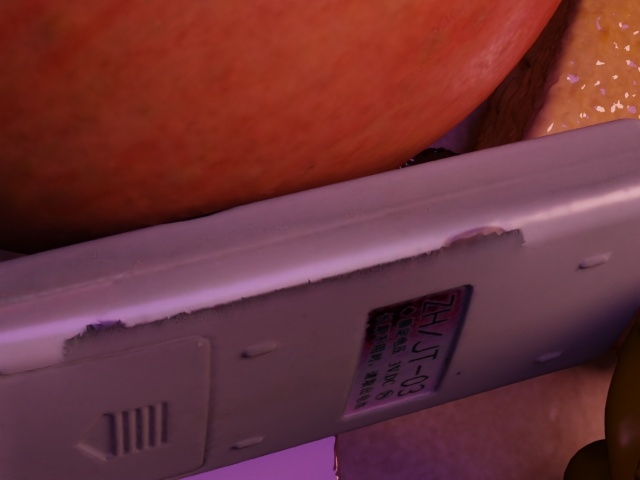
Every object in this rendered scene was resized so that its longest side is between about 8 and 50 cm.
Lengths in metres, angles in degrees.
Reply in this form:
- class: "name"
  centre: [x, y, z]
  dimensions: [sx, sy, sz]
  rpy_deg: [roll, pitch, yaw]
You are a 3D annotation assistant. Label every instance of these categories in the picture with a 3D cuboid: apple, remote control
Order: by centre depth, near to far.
- class: "remote control"
  centre: [-0.007, 0.033, 0.514]
  dimensions: [0.296, 0.140, 0.056]
  rpy_deg: [-13, 56, -15]
- class: "apple"
  centre: [-0.087, -0.162, 0.540]
  dimensions: [0.364, 0.364, 0.364]
  rpy_deg: [3, 76, -14]

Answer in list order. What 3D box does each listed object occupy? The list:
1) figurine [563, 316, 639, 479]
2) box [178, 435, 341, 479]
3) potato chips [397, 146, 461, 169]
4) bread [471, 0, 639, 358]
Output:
- class: "figurine"
  centre: [0.183, 0.115, 0.558]
  dimensions: [0.218, 0.327, 0.169]
  rpy_deg: [-16, 45, -19]
- class: "box"
  centre: [-0.099, 0.148, 0.586]
  dimensions: [0.215, 0.086, 0.215]
  rpy_deg: [-2, 82, -15]
- class: "potato chips"
  centre: [0.000, 0.000, 0.691]
  dimensions: [0.209, 0.026, 0.142]
  rpy_deg: [-36, 91, -18]
- class: "bread"
  centre: [0.188, -0.077, 0.704]
  dimensions: [0.184, 0.114, 0.275]
  rpy_deg: [26, 64, -8]
